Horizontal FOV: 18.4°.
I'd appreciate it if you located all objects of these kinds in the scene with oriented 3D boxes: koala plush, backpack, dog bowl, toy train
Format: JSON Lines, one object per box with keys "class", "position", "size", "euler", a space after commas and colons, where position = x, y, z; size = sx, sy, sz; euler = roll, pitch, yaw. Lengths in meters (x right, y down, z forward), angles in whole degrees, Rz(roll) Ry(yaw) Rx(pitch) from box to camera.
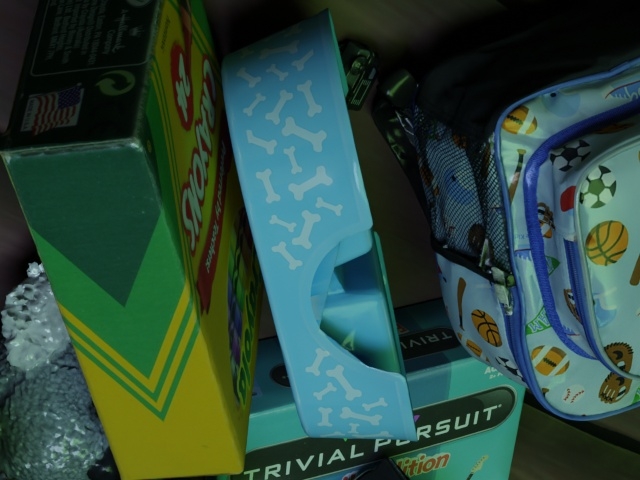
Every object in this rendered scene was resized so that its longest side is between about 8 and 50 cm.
{"class": "koala plush", "position": [-0.199, 0.123, 1.253], "size": [0.221, 0.203, 0.196], "euler": [-47, 150, -20]}
{"class": "backpack", "position": [0.199, -0.015, 1.337], "size": [0.276, 0.213, 0.263], "euler": [-19, 126, -19]}
{"class": "dog bowl", "position": [0.000, 0.000, 1.241], "size": [0.074, 0.166, 0.297], "euler": [-11, 123, 2]}
{"class": "toy train", "position": [-0.003, -0.062, 1.316], "size": [0.036, 0.027, 0.158], "euler": [6, 120, -47]}

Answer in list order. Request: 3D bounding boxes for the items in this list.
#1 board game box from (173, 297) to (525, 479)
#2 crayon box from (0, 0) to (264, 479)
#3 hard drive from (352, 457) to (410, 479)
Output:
{"class": "board game box", "position": [0.014, 0.216, 1.499], "size": [0.254, 0.079, 0.336], "euler": [-12, 129, -25]}
{"class": "crayon box", "position": [-0.095, -0.002, 1.178], "size": [0.081, 0.202, 0.318], "euler": [-5, 133, 9]}
{"class": "hard drive", "position": [-0.021, 0.333, 1.466], "size": [0.339, 0.064, 0.237], "euler": [-39, 134, 1]}
